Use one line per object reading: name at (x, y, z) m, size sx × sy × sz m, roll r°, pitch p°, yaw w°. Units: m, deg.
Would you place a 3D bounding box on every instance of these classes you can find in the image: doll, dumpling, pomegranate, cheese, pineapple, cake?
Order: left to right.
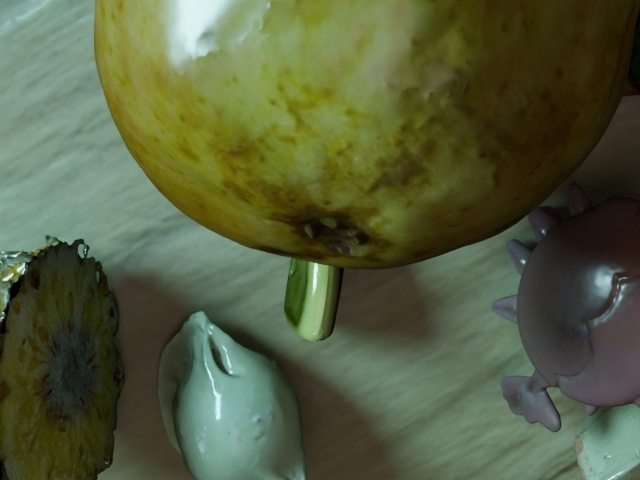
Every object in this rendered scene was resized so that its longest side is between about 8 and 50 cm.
pineapple at (-0.337, 0.116, 1.213) m, size 0.271 × 0.262 × 0.263 m, roll 2°, pitch 116°, yaw 16°
dumpling at (-0.087, 0.163, 1.292) m, size 0.111 × 0.181 × 0.155 m, roll 5°, pitch 155°, yaw -42°
cheese at (0.001, 0.000, 1.230) m, size 0.036 × 0.086 × 0.163 m, roll 7°, pitch 101°, yaw -13°
pomegranate at (0.035, -0.185, 1.002) m, size 0.410 × 0.410 × 0.410 m, roll -1°, pitch 115°, yaw -2°
doll at (0.234, 0.062, 1.213) m, size 0.093 × 0.211 × 0.262 m, roll -15°, pitch 141°, yaw -45°
cake at (0.326, 0.232, 1.367) m, size 0.109 × 0.090 × 0.225 m, roll -35°, pitch 130°, yaw 11°

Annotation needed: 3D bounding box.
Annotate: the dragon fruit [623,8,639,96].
dragon fruit at (0.321, -0.196, 1.110) m, size 0.268 × 0.130 × 0.295 m, roll 36°, pitch 115°, yaw -27°
